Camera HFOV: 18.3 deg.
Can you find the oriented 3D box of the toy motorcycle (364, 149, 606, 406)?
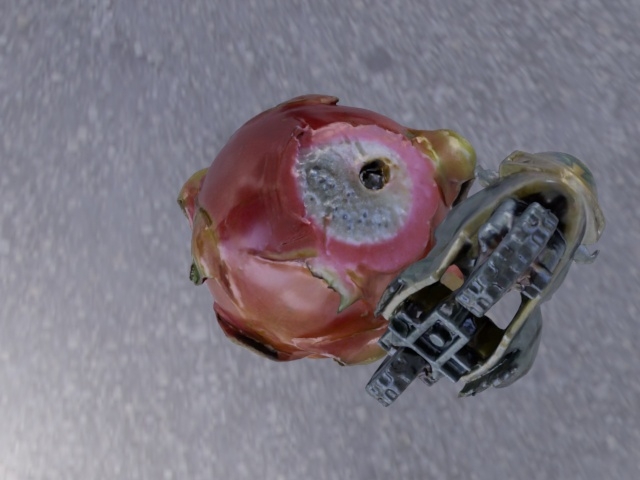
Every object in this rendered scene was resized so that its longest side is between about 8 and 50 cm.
[{"bbox_3d":[0.098,0.024,1.168,0.094,0.229,0.130,37,61,0],"label":"toy motorcycle"}]

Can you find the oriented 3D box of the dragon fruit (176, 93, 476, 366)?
[{"bbox_3d":[0.002,-0.004,1.528,0.224,0.227,0.224,2,80,-13],"label":"dragon fruit"}]
